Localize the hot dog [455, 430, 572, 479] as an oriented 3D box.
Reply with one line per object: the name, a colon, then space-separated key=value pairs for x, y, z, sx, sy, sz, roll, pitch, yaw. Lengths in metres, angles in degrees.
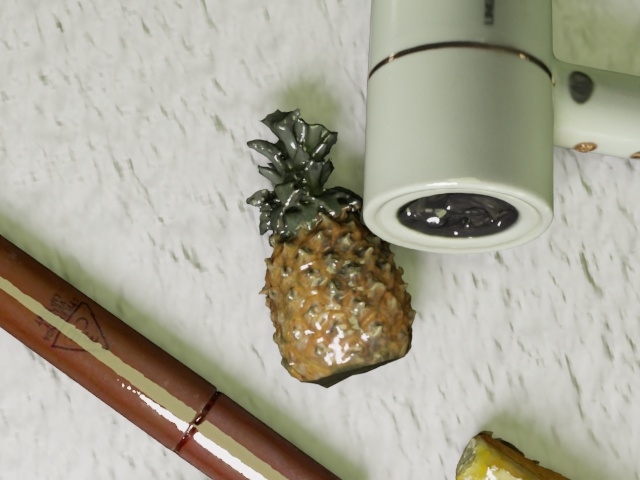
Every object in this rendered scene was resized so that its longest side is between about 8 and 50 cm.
hot dog: x=0.213 y=0.237 z=1.085 sx=0.289 sy=0.083 sz=0.068 roll=37 pitch=104 yaw=1

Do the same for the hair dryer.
hair dryer: x=0.207 y=-0.085 z=1.082 sx=0.362 sy=0.128 sz=0.203 roll=9 pitch=67 yaw=-14

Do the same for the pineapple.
pineapple: x=0.000 y=0.000 z=1.081 sx=0.108 sy=0.108 sz=0.197 roll=-15 pitch=81 yaw=-3

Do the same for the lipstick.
lipstick: x=-0.126 y=0.098 z=1.088 sx=0.357 sy=0.057 sz=0.057 roll=36 pitch=85 yaw=0
